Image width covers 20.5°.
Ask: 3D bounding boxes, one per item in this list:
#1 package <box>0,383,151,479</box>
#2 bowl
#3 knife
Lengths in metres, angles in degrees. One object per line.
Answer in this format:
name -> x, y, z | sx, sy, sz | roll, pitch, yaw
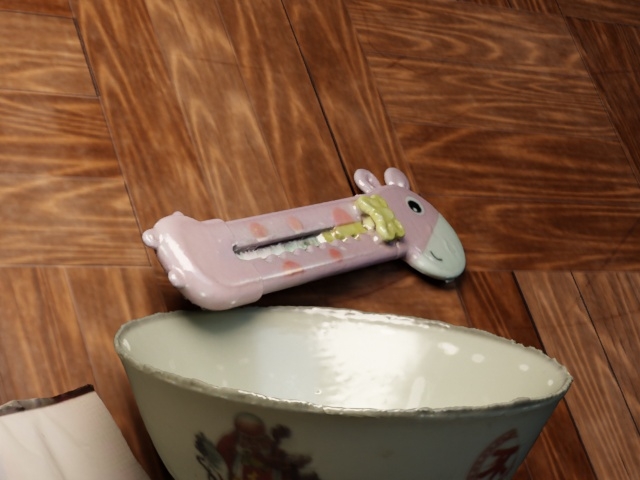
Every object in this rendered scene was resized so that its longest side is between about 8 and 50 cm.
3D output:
package -> -0.193, 0.206, 1.216 | 0.251, 0.062, 0.204 | -10, 66, -58
bowl -> 0.011, 0.154, 1.305 | 0.337, 0.337, 0.158 | -3, 102, -41
knife -> 0.000, 0.000, 1.511 | 0.398, 0.038, 0.132 | -13, 61, -53
